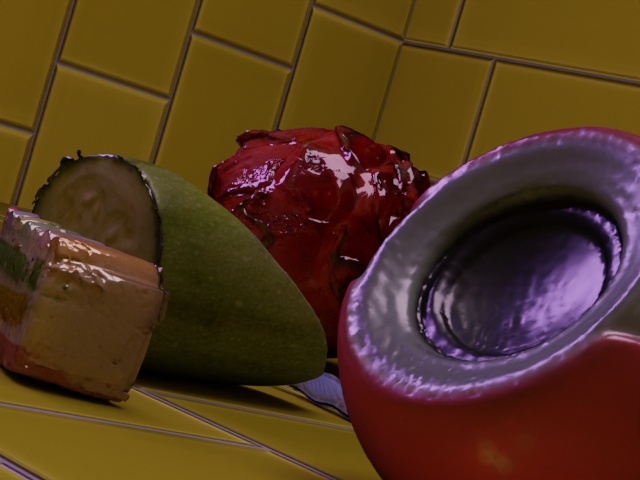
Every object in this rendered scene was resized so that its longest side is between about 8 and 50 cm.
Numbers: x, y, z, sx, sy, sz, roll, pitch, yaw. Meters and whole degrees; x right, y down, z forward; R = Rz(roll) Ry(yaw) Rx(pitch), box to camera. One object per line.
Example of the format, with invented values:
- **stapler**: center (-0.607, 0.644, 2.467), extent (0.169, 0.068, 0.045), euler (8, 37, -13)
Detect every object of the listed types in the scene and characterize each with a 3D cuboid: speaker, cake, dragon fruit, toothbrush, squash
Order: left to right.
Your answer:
- **cake**: center (-0.217, 0.040, 1.353), extent (0.090, 0.109, 0.225), euler (15, 2, -41)
- **squash**: center (-0.112, 0.029, 1.585), extent (0.189, 0.189, 0.260), euler (17, 5, 41)
- **dragon fruit**: center (0.000, 0.000, 2.155), extent (0.301, 0.296, 0.295), euler (14, 1, -7)
- **toothbrush**: center (0.008, 0.140, 1.696), extent (0.042, 0.035, 0.413), euler (19, -1, -32)
- **speaker**: center (0.162, 0.064, 1.202), extent (0.294, 0.294, 0.294), euler (16, 1, 0)
